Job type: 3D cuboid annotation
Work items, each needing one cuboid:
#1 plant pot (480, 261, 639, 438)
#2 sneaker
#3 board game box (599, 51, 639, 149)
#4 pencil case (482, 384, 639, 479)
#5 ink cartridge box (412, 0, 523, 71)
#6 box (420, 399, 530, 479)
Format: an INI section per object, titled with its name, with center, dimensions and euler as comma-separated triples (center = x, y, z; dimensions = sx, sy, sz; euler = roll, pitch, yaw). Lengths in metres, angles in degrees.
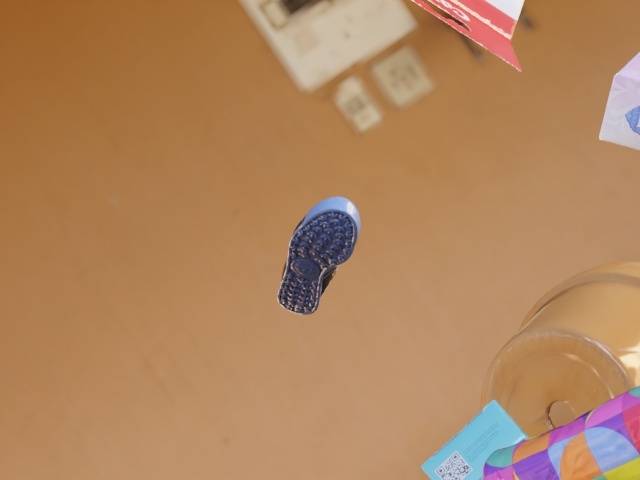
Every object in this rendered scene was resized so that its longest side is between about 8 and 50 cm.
[plant pot]
center = 0.314, 0.178, 2.041
dimensions = 0.291, 0.290, 0.203
euler = -37, -15, 33
[sneaker]
center = 0.000, 0.000, 2.317
dimensions = 0.232, 0.081, 0.090
euler = 119, 171, -52
[board game box]
center = 0.445, -0.116, 1.643
dimensions = 0.319, 0.318, 0.065
euler = -40, -37, -63
[pencil case]
center = 0.262, 0.191, 1.617
dimensions = 0.236, 0.104, 0.104
euler = -28, -1, 30
[ink cartridge box]
center = 0.110, -0.257, 1.636
dimensions = 0.056, 0.181, 0.224
euler = -54, 18, 19
[box]
center = 0.203, 0.263, 1.837
dimensions = 0.100, 0.060, 0.244
euler = -43, -43, 1
